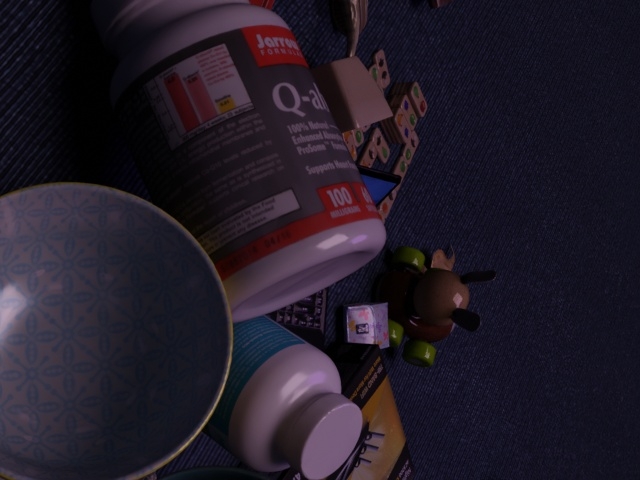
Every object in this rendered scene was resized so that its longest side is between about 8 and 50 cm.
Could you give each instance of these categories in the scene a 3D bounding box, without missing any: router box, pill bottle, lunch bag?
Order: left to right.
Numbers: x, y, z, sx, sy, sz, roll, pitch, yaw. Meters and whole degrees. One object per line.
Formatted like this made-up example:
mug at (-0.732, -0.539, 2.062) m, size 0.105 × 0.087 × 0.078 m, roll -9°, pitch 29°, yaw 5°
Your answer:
pill bottle at (-0.095, -0.114, 1.283) m, size 0.210 × 0.210 × 0.363 m, roll -8°, pitch 70°, yaw -59°
pill bottle at (-0.079, 0.155, 1.341) m, size 0.146 × 0.264 × 0.146 m, roll -28°, pitch 133°, yaw -35°
router box at (0.014, 0.326, 1.706) m, size 0.309 × 0.081 × 0.243 m, roll -50°, pitch 132°, yaw -47°
lunch bag at (0.064, 0.128, 1.814) m, size 0.083 × 0.053 × 0.071 m, roll -1°, pitch 90°, yaw -51°

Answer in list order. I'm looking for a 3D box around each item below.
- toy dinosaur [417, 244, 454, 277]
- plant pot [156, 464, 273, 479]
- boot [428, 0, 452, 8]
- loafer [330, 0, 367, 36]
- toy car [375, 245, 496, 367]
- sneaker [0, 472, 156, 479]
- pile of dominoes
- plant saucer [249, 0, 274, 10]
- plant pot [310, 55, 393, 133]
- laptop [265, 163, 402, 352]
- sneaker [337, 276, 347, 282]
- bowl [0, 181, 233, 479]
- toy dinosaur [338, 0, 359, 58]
toy dinosaur at (0.203, 0.059, 2.046) m, size 0.183 × 0.053 × 0.093 m, roll -19°, pitch 106°, yaw -58°
plant pot at (-0.095, 0.422, 1.349) m, size 0.235 × 0.293 × 0.293 m, roll 60°, pitch 41°, yaw -59°
boot at (0.171, -0.469, 1.939) m, size 0.248 × 0.090 × 0.207 m, roll -37°, pitch 120°, yaw -57°
loafer at (0.045, -0.367, 1.764) m, size 0.050 × 0.056 × 0.148 m, roll -21°, pitch 109°, yaw -51°
toy car at (0.189, 0.096, 1.868) m, size 0.149 × 0.188 × 0.155 m, roll 33°, pitch 63°, yaw -33°
sneaker at (-0.221, 0.310, 1.235) m, size 0.178 × 0.123 × 0.296 m, roll -38°, pitch 102°, yaw -51°
pile of dominoes at (0.098, -0.146, 1.876) m, size 0.196 × 0.040 × 0.251 m, roll 60°, pitch 42°, yaw -41°
plant saucer at (-0.118, -0.365, 1.501) m, size 0.258 × 0.047 × 0.259 m, roll 52°, pitch 47°, yaw -47°
plant pot at (0.019, -0.195, 1.686) m, size 0.109 × 0.109 × 0.096 m, roll -26°, pitch 101°, yaw -56°
laptop at (-0.030, 0.035, 1.524) m, size 0.234 × 0.136 × 0.264 m, roll 11°, pitch 80°, yaw -43°
sneaker at (0.000, 0.000, 1.676) m, size 0.217 × 0.079 × 0.121 m, roll 5°, pitch 88°, yaw -59°
bowl at (-0.238, 0.103, 1.173) m, size 0.156 × 0.289 × 0.290 m, roll 129°, pitch -24°, yaw -68°
toy dinosaur at (0.049, -0.395, 1.704) m, size 0.064 × 0.118 × 0.268 m, roll -144°, pitch -144°, yaw -78°
